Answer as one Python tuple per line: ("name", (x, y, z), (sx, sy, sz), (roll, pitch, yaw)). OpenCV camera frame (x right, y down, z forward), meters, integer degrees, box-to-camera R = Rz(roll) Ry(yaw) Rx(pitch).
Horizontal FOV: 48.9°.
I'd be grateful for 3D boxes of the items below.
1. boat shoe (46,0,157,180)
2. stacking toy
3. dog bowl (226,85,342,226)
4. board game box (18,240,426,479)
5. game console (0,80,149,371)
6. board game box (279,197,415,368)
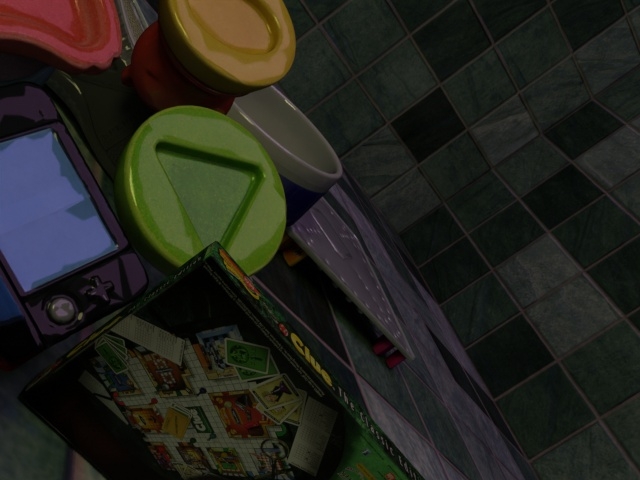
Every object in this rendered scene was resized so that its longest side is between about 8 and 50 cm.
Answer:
("boat shoe", (-0.216, -0.181, 0.696), (0.321, 0.118, 0.103), (58, 1, -7))
("stacking toy", (-0.169, -0.094, 0.521), (0.308, 0.130, 0.280), (7, 69, -39))
("dog bowl", (-0.099, -0.146, 0.984), (0.265, 0.104, 0.265), (40, 18, -16))
("board game box", (-0.031, 0.136, 0.413), (0.260, 0.136, 0.030), (52, 8, -19))
("game console", (-0.151, -0.019, 0.355), (0.124, 0.085, 0.144), (-31, 95, -43))
("board game box", (0.000, 0.000, 1.268), (0.390, 0.050, 0.390), (48, 12, -36))
